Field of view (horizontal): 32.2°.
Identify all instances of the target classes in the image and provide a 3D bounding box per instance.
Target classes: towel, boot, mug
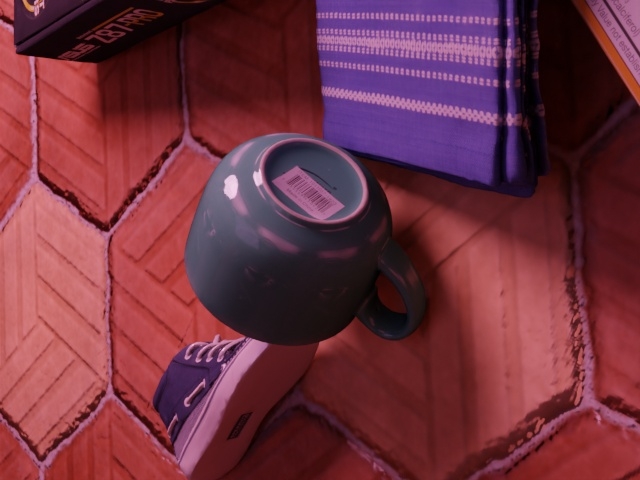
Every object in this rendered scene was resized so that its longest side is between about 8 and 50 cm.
[{"bbox_3d":[0.060,-0.205,0.679,0.243,0.040,0.336,22,116,61],"label":"towel"},{"bbox_3d":[-0.074,0.098,0.849,0.086,0.069,0.190,54,125,30],"label":"boot"},{"bbox_3d":[-0.005,-0.007,0.743,0.097,0.157,0.129,115,155,-46],"label":"mug"}]

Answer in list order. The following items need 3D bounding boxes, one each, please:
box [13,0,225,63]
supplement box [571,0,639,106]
[{"bbox_3d":[-0.161,-0.371,0.925,0.318,0.097,0.395,-4,84,54],"label":"box"},{"bbox_3d":[0.172,-0.163,0.608,0.080,0.078,0.233,-40,61,35],"label":"supplement box"}]
